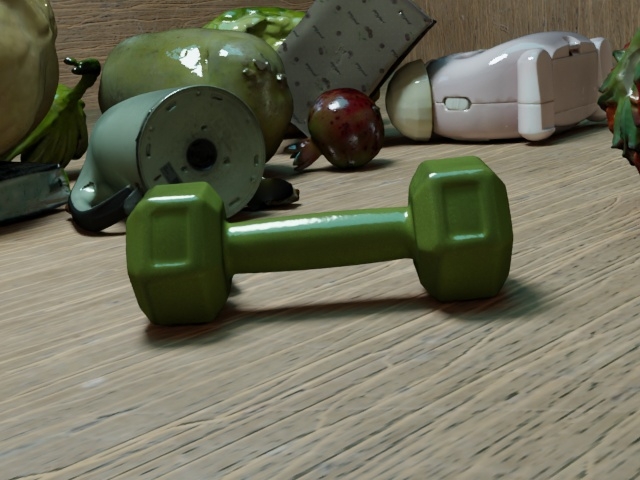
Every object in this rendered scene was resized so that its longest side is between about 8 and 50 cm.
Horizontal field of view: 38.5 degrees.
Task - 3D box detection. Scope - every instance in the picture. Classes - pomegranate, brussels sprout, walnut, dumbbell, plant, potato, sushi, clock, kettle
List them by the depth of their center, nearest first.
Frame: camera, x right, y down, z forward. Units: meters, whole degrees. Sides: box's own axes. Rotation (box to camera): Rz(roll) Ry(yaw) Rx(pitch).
[{"bbox_3d":[0.000,0.000,0.737,0.302,0.121,0.108,-6,-14,1],"label":"dumbbell"},{"bbox_3d":[-0.219,-0.098,1.170,0.240,0.165,0.255,-42,26,-19],"label":"kettle"},{"bbox_3d":[-0.067,-0.056,1.180,0.083,0.044,0.046,2,-7,20],"label":"sushi"},{"bbox_3d":[-0.532,-0.244,1.214,0.381,0.381,0.381,-5,13,1],"label":"walnut"},{"bbox_3d":[0.020,-0.173,1.426,0.159,0.129,0.129,-5,13,3],"label":"pomegranate"},{"bbox_3d":[-0.192,-0.214,1.436,0.326,0.243,0.221,9,45,24],"label":"potato"},{"bbox_3d":[-0.418,-0.201,1.522,0.333,0.180,0.251,-10,16,32],"label":"plant"},{"bbox_3d":[0.318,-0.269,1.646,0.326,0.184,0.342,1,9,43],"label":"clock"},{"bbox_3d":[-0.129,-0.397,2.107,0.371,0.276,0.315,-10,15,-34],"label":"brussels sprout"}]

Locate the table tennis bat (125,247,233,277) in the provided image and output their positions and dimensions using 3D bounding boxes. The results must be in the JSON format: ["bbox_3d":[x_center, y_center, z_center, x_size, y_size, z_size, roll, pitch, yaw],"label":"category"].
[{"bbox_3d":[-0.117,0.009,0.913,0.153,0.040,0.244,-9,9,-11],"label":"table tennis bat"}]

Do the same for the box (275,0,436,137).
[{"bbox_3d":[0.043,-0.339,1.659,0.190,0.297,0.225,39,16,-3],"label":"box"}]

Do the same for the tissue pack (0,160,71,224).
[{"bbox_3d":[-0.496,-0.066,1.289,0.235,0.073,0.173,3,18,33],"label":"tissue pack"}]

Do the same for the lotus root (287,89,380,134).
[{"bbox_3d":[-0.006,-0.314,1.925,0.291,0.193,0.193,-9,13,-22],"label":"lotus root"}]

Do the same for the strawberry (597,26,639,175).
[{"bbox_3d":[0.437,-0.129,0.908,0.288,0.250,0.238,16,-21,1],"label":"strawberry"}]
